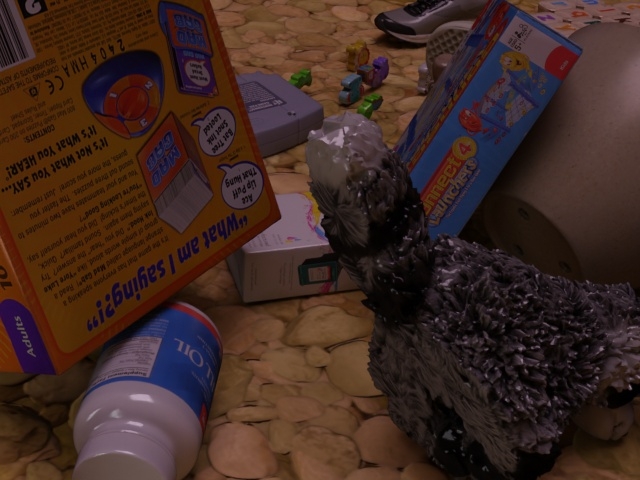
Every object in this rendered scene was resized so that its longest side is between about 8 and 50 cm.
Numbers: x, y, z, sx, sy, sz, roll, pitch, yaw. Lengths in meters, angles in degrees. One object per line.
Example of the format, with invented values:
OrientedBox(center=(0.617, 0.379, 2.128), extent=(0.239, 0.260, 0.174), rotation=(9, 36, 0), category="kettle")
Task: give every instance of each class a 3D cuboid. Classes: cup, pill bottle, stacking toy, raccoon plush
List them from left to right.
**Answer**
OrientedBox(center=(-0.171, 0.166, 1.089), extent=(0.124, 0.124, 0.221), rotation=(4, 33, 2), category="pill bottle")
OrientedBox(center=(0.072, -0.266, 1.867), extent=(0.167, 0.052, 0.221), rotation=(22, 39, 31), category="stacking toy")
OrientedBox(center=(0.204, 0.030, 1.080), extent=(0.299, 0.446, 0.216), rotation=(-34, 33, -26), category="raccoon plush")
OrientedBox(center=(0.338, -0.062, 1.359), extent=(0.237, 0.331, 0.331), rotation=(-40, 48, -18), category="cup")

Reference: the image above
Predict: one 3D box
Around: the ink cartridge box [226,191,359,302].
OrientedBox(center=(0.000, 0.000, 1.407), extent=(0.231, 0.078, 0.134), rotation=(-7, 33, -16), category="ink cartridge box")

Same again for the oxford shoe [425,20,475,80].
OrientedBox(center=(0.374, -0.225, 1.715), extent=(0.450, 0.169, 0.130), rotation=(23, 40, 18), category="oxford shoe")

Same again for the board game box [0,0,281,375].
OrientedBox(center=(-0.326, -0.103, 1.190), extent=(0.356, 0.356, 0.356), rotation=(-3, 23, 39), category="board game box")

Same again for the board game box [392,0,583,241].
OrientedBox(center=(0.177, -0.143, 1.367), extent=(0.086, 0.308, 0.302), rotation=(31, 15, -5), category="board game box")

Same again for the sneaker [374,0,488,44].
OrientedBox(center=(0.224, -0.437, 2.093), extent=(0.272, 0.108, 0.100), rotation=(-14, 38, -22), category="sneaker")

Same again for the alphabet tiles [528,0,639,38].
OrientedBox(center=(0.553, -0.416, 2.162), extent=(0.278, 0.021, 0.284), rotation=(-12, 35, -21), category="alphabet tiles")

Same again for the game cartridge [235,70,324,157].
OrientedBox(center=(-0.154, -0.183, 1.712), extent=(0.294, 0.060, 0.196), rotation=(-18, 34, -29), category="game cartridge")

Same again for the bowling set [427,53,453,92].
OrientedBox(center=(0.250, -0.137, 1.617), extent=(0.287, 0.154, 0.200), rotation=(21, 55, 26), category="bowling set")
